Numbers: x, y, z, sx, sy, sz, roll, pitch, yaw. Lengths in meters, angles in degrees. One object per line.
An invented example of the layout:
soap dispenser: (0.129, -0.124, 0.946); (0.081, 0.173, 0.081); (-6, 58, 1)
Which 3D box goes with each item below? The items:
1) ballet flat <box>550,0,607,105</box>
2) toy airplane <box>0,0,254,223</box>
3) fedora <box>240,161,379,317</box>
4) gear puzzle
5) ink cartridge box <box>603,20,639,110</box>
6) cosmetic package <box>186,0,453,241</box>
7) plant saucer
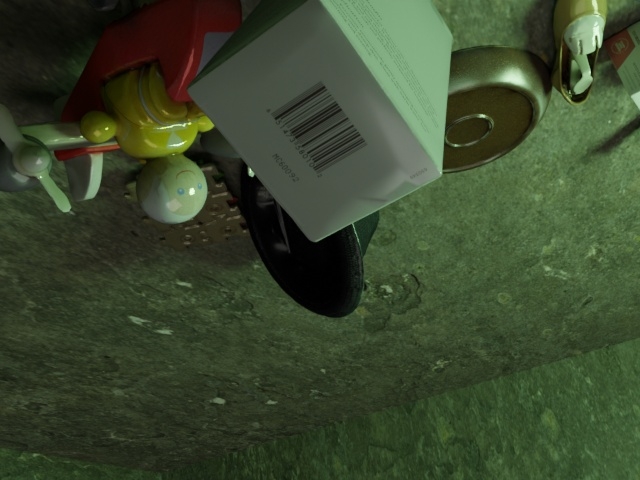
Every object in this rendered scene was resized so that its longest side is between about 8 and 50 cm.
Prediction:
ballet flat: (0.389, -0.288, 1.044); (0.080, 0.073, 0.232); (-16, 151, 9)
toy airplane: (-0.240, -0.134, 0.888); (0.386, 0.272, 0.384); (-26, 171, -1)
fedora: (0.006, -0.037, 1.214); (0.153, 0.334, 0.334); (-32, 164, -31)
gear puzzle: (-0.244, -0.088, 1.228); (0.176, 0.044, 0.339); (-12, 149, 6)
ink cartridge box: (0.542, -0.294, 1.043); (0.198, 0.115, 0.067); (-29, 147, 28)
cosmetic package: (0.028, -0.193, 0.743); (0.155, 0.365, 0.197); (-28, 113, 27)
plant saucer: (0.242, -0.199, 1.184); (0.311, 0.050, 0.310); (-9, 153, -5)
